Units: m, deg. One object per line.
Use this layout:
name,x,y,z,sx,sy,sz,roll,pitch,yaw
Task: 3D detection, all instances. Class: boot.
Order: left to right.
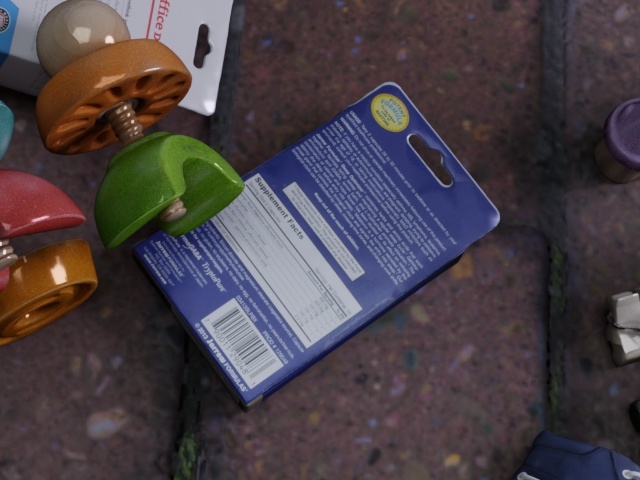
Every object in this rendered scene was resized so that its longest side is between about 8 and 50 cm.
boot,0.195,0.180,0.763,0.190,0.069,0.086,17,63,38

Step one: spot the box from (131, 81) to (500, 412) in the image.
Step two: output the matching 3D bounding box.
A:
box,0.000,0.000,0.857,0.225,0.036,0.136,-34,78,-13

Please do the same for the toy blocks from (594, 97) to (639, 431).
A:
toy blocks,0.353,-0.029,0.787,0.309,0.260,0.288,-13,74,-10

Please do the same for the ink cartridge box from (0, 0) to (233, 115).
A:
ink cartridge box,-0.160,-0.149,0.860,0.181,0.061,0.104,16,70,-24

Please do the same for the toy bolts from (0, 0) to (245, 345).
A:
toy bolts,-0.197,-0.046,0.737,0.218,0.228,0.158,-35,80,23
